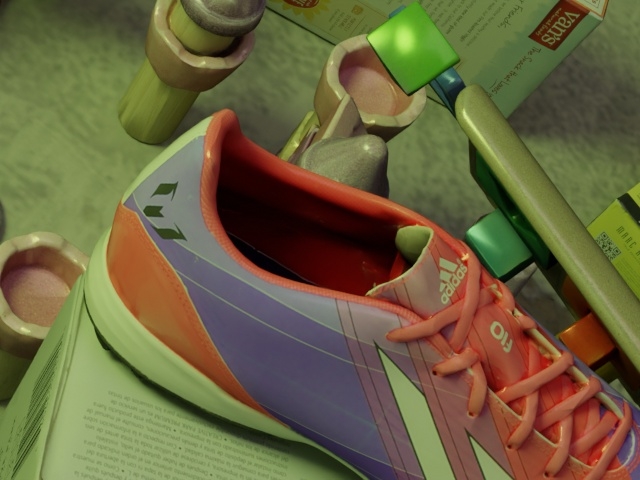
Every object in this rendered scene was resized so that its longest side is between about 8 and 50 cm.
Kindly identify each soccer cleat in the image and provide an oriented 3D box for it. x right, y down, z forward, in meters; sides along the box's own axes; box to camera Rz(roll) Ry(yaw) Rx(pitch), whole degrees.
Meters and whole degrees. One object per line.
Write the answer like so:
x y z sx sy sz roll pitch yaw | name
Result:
0.056 0.057 0.728 0.318 0.116 0.109 29 45 -7 | soccer cleat

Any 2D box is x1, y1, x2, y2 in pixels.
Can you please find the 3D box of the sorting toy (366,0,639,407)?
0.120 0.023 0.862 0.047 0.196 0.348 -35 77 2 | sorting toy

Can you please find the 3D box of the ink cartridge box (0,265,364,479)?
-0.026 0.180 0.856 0.309 0.272 0.130 20 48 -14 | ink cartridge box

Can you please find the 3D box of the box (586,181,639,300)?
0.299 -0.039 1.270 0.232 0.058 0.087 -36 83 -35 | box

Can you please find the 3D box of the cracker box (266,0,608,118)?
0.067 -0.188 1.176 0.232 0.156 0.067 29 55 -10 | cracker box

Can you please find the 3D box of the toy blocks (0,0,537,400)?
0.000 0.000 0.979 0.309 0.260 0.288 31 54 -8 | toy blocks
